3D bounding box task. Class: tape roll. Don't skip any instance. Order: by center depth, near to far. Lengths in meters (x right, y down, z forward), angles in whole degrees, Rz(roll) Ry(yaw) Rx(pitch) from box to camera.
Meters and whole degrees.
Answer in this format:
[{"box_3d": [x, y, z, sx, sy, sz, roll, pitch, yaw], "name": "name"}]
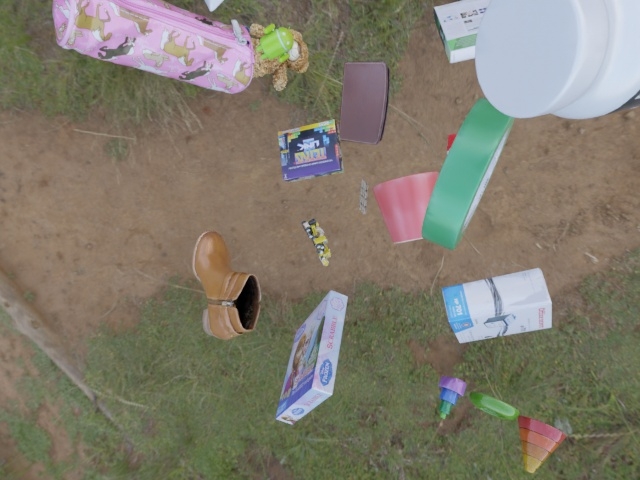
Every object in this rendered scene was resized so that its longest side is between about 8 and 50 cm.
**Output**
[{"box_3d": [0.321, -0.138, 0.901, 0.077, 0.321, 0.322, 24, 106, 19], "name": "tape roll"}]

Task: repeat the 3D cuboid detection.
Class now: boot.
[{"box_3d": [-0.228, 0.095, 1.002, 0.220, 0.109, 0.284, -20, 67, 53], "name": "boot"}]

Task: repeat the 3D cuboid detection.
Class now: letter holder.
[{"box_3d": [0.209, -0.544, 1.656, 0.214, 0.152, 0.302, 20, 114, 40], "name": "letter holder"}]

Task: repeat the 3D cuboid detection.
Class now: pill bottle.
[{"box_3d": [0.321, -0.223, 0.446, 0.278, 0.162, 0.162, -16, 97, -17], "name": "pill bottle"}]

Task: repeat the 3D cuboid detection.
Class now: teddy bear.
[{"box_3d": [-0.201, -0.692, 1.557, 0.337, 0.113, 0.245, 1, 82, -14], "name": "teddy bear"}]

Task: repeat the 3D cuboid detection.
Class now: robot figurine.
[{"box_3d": [-0.129, -0.573, 1.207, 0.115, 0.067, 0.101, -19, 121, 19], "name": "robot figurine"}]

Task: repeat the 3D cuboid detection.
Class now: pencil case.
[{"box_3d": [-0.325, -0.419, 0.847, 0.167, 0.385, 0.160, -57, 49, 32], "name": "pencil case"}]

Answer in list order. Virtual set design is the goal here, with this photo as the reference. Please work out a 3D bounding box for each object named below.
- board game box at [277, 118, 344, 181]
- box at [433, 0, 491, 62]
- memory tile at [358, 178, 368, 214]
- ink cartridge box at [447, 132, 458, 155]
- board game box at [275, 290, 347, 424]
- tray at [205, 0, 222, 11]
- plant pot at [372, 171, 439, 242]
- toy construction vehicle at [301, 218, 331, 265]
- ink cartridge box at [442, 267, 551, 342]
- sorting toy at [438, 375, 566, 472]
[{"box_3d": [-0.028, -0.247, 1.159, 0.170, 0.048, 0.141, -8, 85, 17], "name": "board game box"}, {"box_3d": [0.584, -0.826, 1.608, 0.232, 0.058, 0.322, -9, 54, 10], "name": "box"}, {"box_3d": [0.194, -0.199, 1.885, 0.012, 0.113, 0.148, 0, 110, -8], "name": "memory tile"}, {"box_3d": [0.625, -0.346, 1.796, 0.134, 0.078, 0.231, 0, 88, 42], "name": "ink cartridge box"}, {"box_3d": [-0.029, 0.367, 1.297, 0.065, 0.318, 0.319, 23, 137, -10], "name": "board game box"}, {"box_3d": [-0.224, -0.751, 1.125, 0.270, 0.030, 0.145, -38, 52, 14], "name": "tray"}, {"box_3d": [0.364, -0.125, 1.670, 0.274, 0.275, 0.243, -13, 90, 17], "name": "plant pot"}, {"box_3d": [0.000, 0.000, 0.827, 0.035, 0.098, 0.086, -28, 56, -4], "name": "toy construction vehicle"}, {"box_3d": [0.364, 0.139, 0.859, 0.190, 0.140, 0.082, -15, 53, 21], "name": "ink cartridge box"}, {"box_3d": [0.459, 0.490, 1.087, 0.365, 0.127, 0.126, 28, 71, -5], "name": "sorting toy"}]
